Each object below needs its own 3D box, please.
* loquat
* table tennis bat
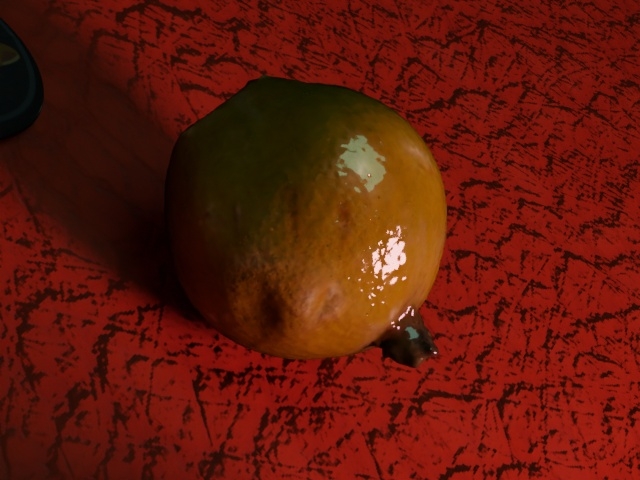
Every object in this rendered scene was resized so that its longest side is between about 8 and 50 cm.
[{"bbox_3d":[0.000,0.000,1.385,0.246,0.213,0.213,51,34,11],"label":"loquat"},{"bbox_3d":[-0.292,-0.123,1.356,0.150,0.027,0.236,48,31,2],"label":"table tennis bat"}]
